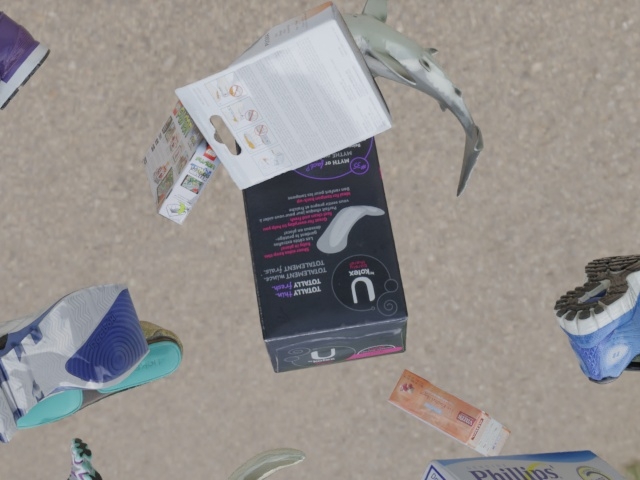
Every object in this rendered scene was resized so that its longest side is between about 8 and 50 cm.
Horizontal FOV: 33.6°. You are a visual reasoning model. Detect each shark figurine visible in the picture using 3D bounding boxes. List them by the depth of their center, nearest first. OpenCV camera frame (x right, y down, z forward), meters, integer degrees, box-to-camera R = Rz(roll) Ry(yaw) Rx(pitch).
[{"bbox_3d":[0.093,-0.190,1.290,0.278,0.166,0.116,35,136,-14],"label":"shark figurine"}]

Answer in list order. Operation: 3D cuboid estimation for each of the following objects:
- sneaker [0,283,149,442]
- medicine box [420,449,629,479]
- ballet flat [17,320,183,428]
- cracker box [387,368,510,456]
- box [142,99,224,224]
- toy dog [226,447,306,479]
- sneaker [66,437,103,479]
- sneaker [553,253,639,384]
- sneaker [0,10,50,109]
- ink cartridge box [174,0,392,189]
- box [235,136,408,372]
[{"bbox_3d":[-0.364,0.137,1.193,0.182,0.315,0.128,4,114,40],"label":"sneaker"},{"bbox_3d":[0.196,0.383,1.137,0.263,0.149,0.289,6,116,-39],"label":"medicine box"},{"bbox_3d":[-0.397,0.213,1.724,0.348,0.123,0.123,-16,146,-27],"label":"ballet flat"},{"bbox_3d":[0.227,0.304,1.830,0.155,0.067,0.232,27,174,27],"label":"cracker box"},{"bbox_3d":[-0.181,-0.111,1.383,0.036,0.207,0.114,29,103,-24],"label":"box"},{"bbox_3d":[0.021,0.500,1.452,0.407,0.395,0.285,5,136,16],"label":"toy dog"},{"bbox_3d":[-0.401,0.378,1.731,0.069,0.098,0.038,-40,150,19],"label":"sneaker"},{"bbox_3d":[0.446,0.112,1.560,0.129,0.330,0.147,-5,105,40],"label":"sneaker"},{"bbox_3d":[-0.496,-0.193,1.414,0.124,0.283,0.107,42,151,-20],"label":"sneaker"},{"bbox_3d":[-0.035,-0.143,1.079,0.179,0.045,0.145,-20,129,16],"label":"ink cartridge box"},{"bbox_3d":[0.000,0.000,1.243,0.165,0.271,0.143,-9,157,-1],"label":"box"}]
